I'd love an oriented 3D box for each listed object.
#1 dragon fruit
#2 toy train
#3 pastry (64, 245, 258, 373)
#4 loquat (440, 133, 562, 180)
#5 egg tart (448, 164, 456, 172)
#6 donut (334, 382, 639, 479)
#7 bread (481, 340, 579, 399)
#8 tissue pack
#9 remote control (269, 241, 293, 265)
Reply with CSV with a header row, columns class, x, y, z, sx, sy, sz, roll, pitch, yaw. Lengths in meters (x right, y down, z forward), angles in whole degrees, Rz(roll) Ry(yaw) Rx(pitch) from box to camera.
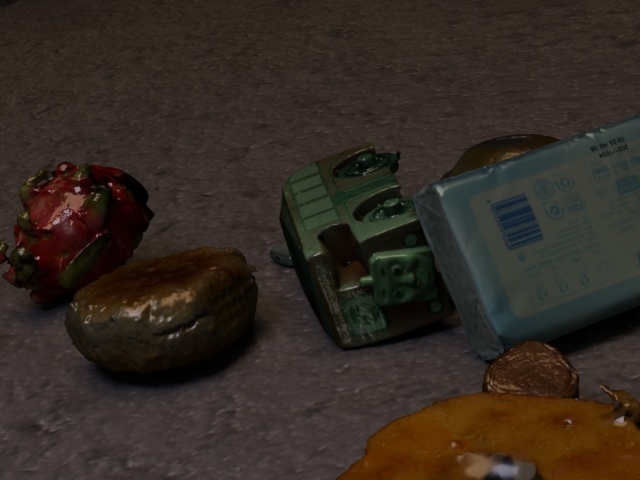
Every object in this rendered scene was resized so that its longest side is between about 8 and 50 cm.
class,x,y,z,sx,sy,sz,roll,pitch,yaw
dragon fruit,-0.294,-0.006,1.604,0.160,0.166,0.172,29,65,2
toy train,0.044,-0.002,1.455,0.159,0.129,0.326,-19,22,-1
pastry,-0.164,0.075,1.410,0.182,0.093,0.192,-1,19,28
loquat,0.218,-0.043,1.446,0.195,0.152,0.152,5,26,20
egg tart,0.212,-0.068,1.630,0.130,0.052,0.130,-10,20,3
donut,0.122,0.188,0.938,0.253,0.118,0.253,-9,23,4
bread,0.178,0.131,1.141,0.085,0.053,0.085,-3,41,3
tissue pack,0.241,-0.007,1.295,0.263,0.177,0.089,-19,-7,-19
remote control,0.000,0.000,1.618,0.124,0.018,0.053,-24,23,-30
